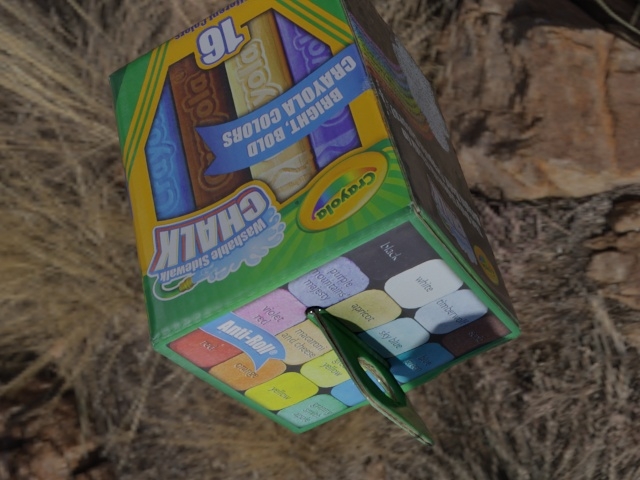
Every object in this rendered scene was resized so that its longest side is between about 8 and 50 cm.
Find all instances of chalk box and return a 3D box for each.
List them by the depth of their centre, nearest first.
[{"bbox_3d":[0.000,0.000,0.744,0.179,0.180,0.289,-26,52,17],"label":"chalk box"}]
